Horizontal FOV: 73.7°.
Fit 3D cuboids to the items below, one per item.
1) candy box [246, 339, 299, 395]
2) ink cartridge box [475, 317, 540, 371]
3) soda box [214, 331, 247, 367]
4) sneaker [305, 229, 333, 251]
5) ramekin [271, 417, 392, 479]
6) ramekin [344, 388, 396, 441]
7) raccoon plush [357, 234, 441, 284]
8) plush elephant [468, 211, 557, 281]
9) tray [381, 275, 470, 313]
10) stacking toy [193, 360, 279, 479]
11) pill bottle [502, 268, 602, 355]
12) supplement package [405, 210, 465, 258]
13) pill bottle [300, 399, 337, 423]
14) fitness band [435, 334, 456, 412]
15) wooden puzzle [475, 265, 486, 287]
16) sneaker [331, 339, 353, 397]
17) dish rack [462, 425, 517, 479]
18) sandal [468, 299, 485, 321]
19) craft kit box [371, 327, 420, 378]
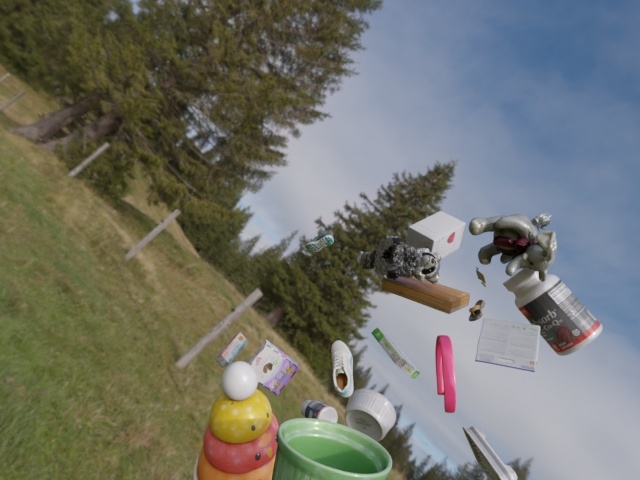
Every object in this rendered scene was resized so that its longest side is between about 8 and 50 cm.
[{"bbox_3d":[-0.225,0.583,1.965,0.196,0.165,0.070,39,0,-11],"label":"candy box"},{"bbox_3d":[0.751,0.423,1.712,0.223,0.224,0.045,5,-47,30],"label":"ink cartridge box"},{"bbox_3d":[-0.427,0.523,2.052,0.063,0.058,0.183,52,30,-7],"label":"soda box"},{"bbox_3d":[0.000,0.000,2.030,0.166,0.076,0.065,-21,-56,32],"label":"sneaker"},{"bbox_3d":[0.019,0.590,1.090,0.302,0.149,0.303,14,-4,1],"label":"ramekin"},{"bbox_3d":[0.248,0.923,2.229,0.272,0.127,0.273,13,-60,24],"label":"ramekin"},{"bbox_3d":[0.429,0.097,2.252,0.298,0.216,0.446,14,4,-22],"label":"raccoon plush"},{"bbox_3d":[0.783,0.037,1.660,0.256,0.329,0.272,-99,168,-45],"label":"plush elephant"},{"bbox_3d":[0.550,0.268,2.260,0.410,0.202,0.076,16,-73,43],"label":"tray"},{"bbox_3d":[-0.271,0.619,1.438,0.350,0.350,0.481,33,-50,50],"label":"stacking toy"},{"bbox_3d":[0.953,0.274,1.780,0.363,0.210,0.210,53,-8,17],"label":"pill bottle"},{"bbox_3d":[0.632,-0.015,2.358,0.175,0.292,0.178,33,-45,38],"label":"supplement package"},{"bbox_3d":[-0.013,0.793,1.952,0.108,0.108,0.180,49,-27,-19],"label":"pill bottle"},{"bbox_3d":[0.491,0.519,1.673,0.054,0.291,0.209,-2,-23,7],"label":"fitness band"},{"bbox_3d":[0.920,0.206,2.440,0.117,0.014,0.079,66,-5,-27],"label":"wooden puzzle"},{"bbox_3d":[0.089,0.519,1.756,0.092,0.087,0.229,62,16,-58],"label":"sneaker"},{"bbox_3d":[0.730,0.951,1.773,0.286,0.072,0.333,63,-3,-20],"label":"dish rack"},{"bbox_3d":[0.774,0.344,2.133,0.049,0.180,0.072,51,-47,-5],"label":"sandal"},{"bbox_3d":[0.416,0.623,2.365,0.247,0.061,0.250,48,1,-41],"label":"craft kit box"}]
